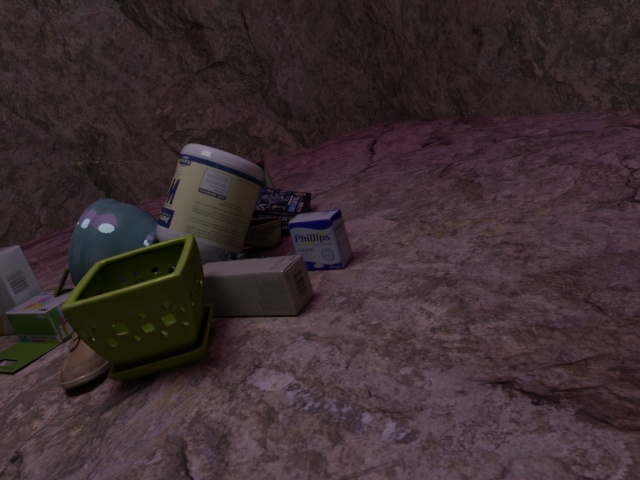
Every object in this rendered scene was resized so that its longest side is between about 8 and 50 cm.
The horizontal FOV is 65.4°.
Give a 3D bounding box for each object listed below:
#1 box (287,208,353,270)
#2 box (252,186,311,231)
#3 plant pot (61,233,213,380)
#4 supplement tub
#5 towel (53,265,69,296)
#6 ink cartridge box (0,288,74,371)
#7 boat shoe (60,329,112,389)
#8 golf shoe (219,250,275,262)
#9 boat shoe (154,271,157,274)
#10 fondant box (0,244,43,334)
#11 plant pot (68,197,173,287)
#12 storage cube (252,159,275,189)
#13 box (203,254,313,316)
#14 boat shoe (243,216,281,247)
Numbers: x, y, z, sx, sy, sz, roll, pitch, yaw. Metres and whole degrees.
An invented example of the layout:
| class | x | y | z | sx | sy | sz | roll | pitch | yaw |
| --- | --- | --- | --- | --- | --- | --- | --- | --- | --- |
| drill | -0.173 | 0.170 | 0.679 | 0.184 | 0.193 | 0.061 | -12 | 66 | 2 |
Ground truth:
| class | x | y | z | sx | sy | sz | roll | pitch | yaw |
| --- | --- | --- | --- | --- | --- | --- | --- | --- | --- |
| box | 0.000 | 0.000 | 1.264 | 0.126 | 0.137 | 0.072 | -5 | 22 | 30 |
| box | -0.189 | -0.115 | 1.729 | 0.294 | 0.073 | 0.295 | 7 | 21 | 1 |
| plant pot | -0.341 | 0.141 | 1.011 | 0.229 | 0.207 | 0.227 | -16 | 22 | -1 |
| supplement tub | -0.306 | -0.075 | 1.358 | 0.236 | 0.324 | 0.235 | 18 | -2 | 0 |
| towel | -0.691 | 0.107 | 1.335 | 0.010 | 0.083 | 0.060 | 25 | 8 | -15 |
| ink cartridge box | -0.742 | 0.225 | 1.285 | 0.189 | 0.096 | 0.255 | -5 | 20 | 29 |
| boat shoe | -0.509 | 0.218 | 1.106 | 0.109 | 0.098 | 0.302 | -16 | 18 | -2 |
| golf shoe | -0.161 | 0.083 | 1.278 | 0.198 | 0.093 | 0.077 | 8 | 1 | -4 |
| boat shoe | -0.387 | 0.141 | 1.246 | 0.096 | 0.088 | 0.267 | -20 | 19 | -14 |
| fondant box | -0.967 | 0.155 | 1.448 | 0.331 | 0.238 | 0.096 | -8 | 21 | 24 |
| plant pot | -0.539 | 0.035 | 1.436 | 0.197 | 0.292 | 0.293 | 9 | 23 | 9 |
| storage cube | -0.299 | -0.196 | 1.990 | 0.184 | 0.214 | 0.193 | -23 | 13 | -19 |
| box | -0.163 | 0.106 | 1.135 | 0.275 | 0.113 | 0.094 | -4 | 21 | 28 |
| boat shoe | -0.263 | -0.036 | 1.538 | 0.286 | 0.089 | 0.104 | 0 | 28 | -10 |
